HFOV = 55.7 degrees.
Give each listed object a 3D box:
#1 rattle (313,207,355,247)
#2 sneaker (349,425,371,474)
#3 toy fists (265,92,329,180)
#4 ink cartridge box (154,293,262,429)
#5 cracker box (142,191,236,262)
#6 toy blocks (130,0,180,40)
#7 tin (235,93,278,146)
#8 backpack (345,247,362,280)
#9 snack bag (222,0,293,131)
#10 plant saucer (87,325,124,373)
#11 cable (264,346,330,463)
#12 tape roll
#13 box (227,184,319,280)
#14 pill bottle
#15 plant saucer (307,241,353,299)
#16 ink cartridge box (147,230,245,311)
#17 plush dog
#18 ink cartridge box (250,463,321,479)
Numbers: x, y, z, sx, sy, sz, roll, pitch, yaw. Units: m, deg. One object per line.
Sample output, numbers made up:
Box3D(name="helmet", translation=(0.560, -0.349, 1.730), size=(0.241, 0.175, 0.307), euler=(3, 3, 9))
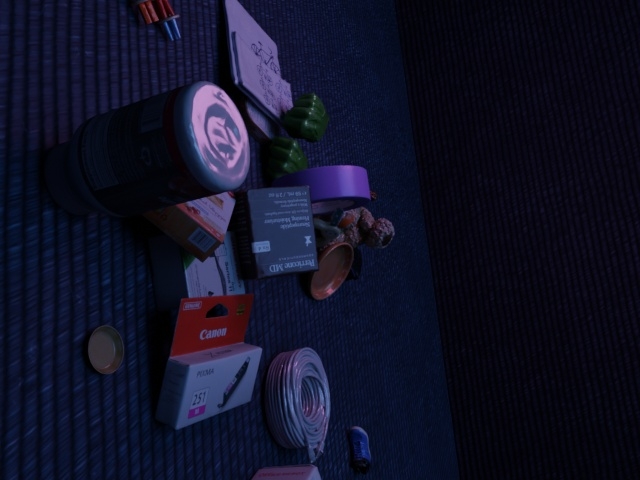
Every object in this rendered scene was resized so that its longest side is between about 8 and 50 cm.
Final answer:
Box3D(name="rattle", translation=(0.000, 0.000, 1.747), size=(0.142, 0.200, 0.130), euler=(-71, 142, -49))
Box3D(name="sneaker", translation=(0.123, 0.667, 1.908), size=(0.084, 0.058, 0.152), euler=(-69, 148, -64))
Box3D(name="toy fists", translation=(-0.071, -0.292, 1.745), size=(0.279, 0.096, 0.142), euler=(-64, 164, -3))
Box3D(name="ink cartridge box", translation=(-0.209, 0.236, 1.247), size=(0.275, 0.060, 0.238), euler=(6, 99, -66))
Box3D(name="cracker box", translation=(-0.259, -0.075, 1.222), size=(0.156, 0.067, 0.232), euler=(41, 19, -19))
Box3D(name="toy blocks", translation=(-0.364, -0.510, 1.334), size=(0.123, 0.054, 0.148), euler=(-60, 134, -58))
Box3D(name="tin", translation=(-0.174, -0.341, 1.714), size=(0.190, 0.040, 0.106), euler=(42, 47, -55))
Box3D(name="backpack", translation=(0.091, 0.068, 2.067), size=(0.105, 0.084, 0.114), euler=(60, 34, -37))
Box3D(name="snack bag", translation=(-0.173, -0.512, 1.742), size=(0.323, 0.037, 0.342), euler=(32, 43, -59))
Box3D(name="plant saucer", translation=(-0.375, 0.189, 1.047), size=(0.083, 0.015, 0.083), euler=(-11, 90, -67))
Box3D(name="cable", translation=(-0.055, 0.412, 1.584), size=(0.257, 0.089, 0.257), euler=(68, 25, -23))
Box3D(name="tape roll", translation=(0.001, -0.134, 1.716), size=(0.275, 0.275, 0.090), euler=(6, 74, -66))
Box3D(name="box", translation=(-0.122, -0.016, 1.414), size=(0.169, 0.167, 0.203), euler=(-7, 90, -31))
Box3D(name="pill bottle", translation=(-0.292, -0.136, 0.998), size=(0.176, 0.319, 0.176), euler=(38, 46, -56))
Box3D(name="plant saucer", translation=(0.025, 0.089, 1.860), size=(0.200, 0.037, 0.200), euler=(-37, 145, -33))
Box3D(name="ink cartridge box", translation=(-0.257, 0.059, 1.282), size=(0.208, 0.087, 0.153), euler=(-5, 84, -66))
Box3D(name="plush dog", translation=(0.083, -0.076, 1.975), size=(0.210, 0.263, 0.225), euler=(-114, -176, -57))
Box3D(name="ink cartridge box", translation=(-0.103, 0.587, 1.307), size=(0.218, 0.159, 0.092), euler=(-39, 114, -64))
